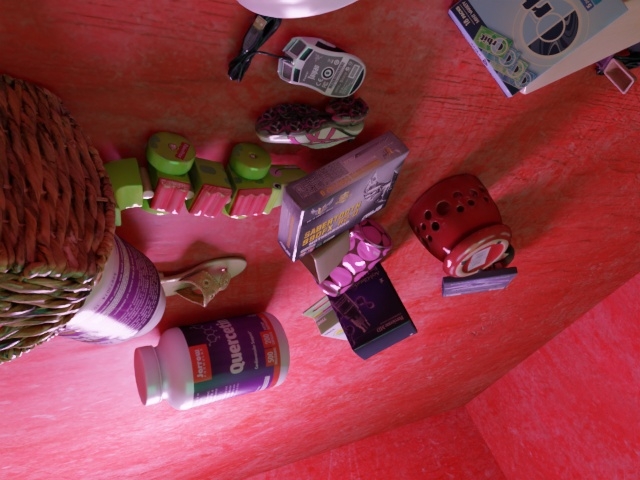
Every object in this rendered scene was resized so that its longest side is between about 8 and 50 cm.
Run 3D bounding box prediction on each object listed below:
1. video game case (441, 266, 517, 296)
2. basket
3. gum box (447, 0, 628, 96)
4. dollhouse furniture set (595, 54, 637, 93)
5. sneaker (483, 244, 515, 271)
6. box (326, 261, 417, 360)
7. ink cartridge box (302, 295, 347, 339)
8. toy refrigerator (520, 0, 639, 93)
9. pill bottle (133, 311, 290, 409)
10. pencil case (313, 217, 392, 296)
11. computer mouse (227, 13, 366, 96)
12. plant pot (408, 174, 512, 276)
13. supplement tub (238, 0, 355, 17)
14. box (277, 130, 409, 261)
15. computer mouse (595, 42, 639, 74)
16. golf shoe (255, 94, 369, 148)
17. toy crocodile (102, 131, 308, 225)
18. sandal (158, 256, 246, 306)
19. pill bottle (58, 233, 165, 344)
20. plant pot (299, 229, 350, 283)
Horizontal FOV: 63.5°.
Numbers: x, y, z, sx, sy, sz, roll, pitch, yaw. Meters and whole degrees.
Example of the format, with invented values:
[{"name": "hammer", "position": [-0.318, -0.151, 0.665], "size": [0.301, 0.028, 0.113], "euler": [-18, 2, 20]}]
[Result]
[{"name": "video game case", "position": [0.454, 0.124, 1.509], "size": [0.196, 0.026, 0.274], "euler": [-9, 164, 10]}, {"name": "basket", "position": [-0.365, -0.015, 0.551], "size": [0.214, 0.299, 0.223], "euler": [11, 130, -47]}, {"name": "gum box", "position": [0.304, -0.326, 0.738], "size": [0.184, 0.157, 0.041], "euler": [-36, -174, 16]}, {"name": "dollhouse furniture set", "position": [0.515, -0.326, 0.930], "size": [0.081, 0.114, 0.091], "euler": [-12, 148, -15]}, {"name": "sneaker", "position": [0.457, 0.019, 1.404], "size": [0.276, 0.097, 0.135], "euler": [3, 140, -37]}, {"name": "box", "position": [0.116, 0.157, 1.248], "size": [0.153, 0.207, 0.108], "euler": [-30, 149, 6]}, {"name": "ink cartridge box", "position": [0.057, 0.215, 1.430], "size": [0.109, 0.062, 0.209], "euler": [-38, 147, 19]}, {"name": "toy refrigerator", "position": [0.426, -0.354, 0.843], "size": [0.270, 0.094, 0.102], "euler": [-26, 145, -5]}, {"name": "pill bottle", "position": [-0.244, 0.274, 1.177], "size": [0.323, 0.181, 0.181], "euler": [-6, 143, -31]}, {"name": "pencil case", "position": [0.062, 0.040, 1.149], "size": [0.098, 0.095, 0.209], "euler": [9, 136, -35]}, {"name": "computer mouse", "position": [-0.025, -0.247, 0.713], "size": [0.193, 0.042, 0.106], "euler": [7, 131, -34]}, {"name": "plant pot", "position": [0.323, -0.026, 1.172], "size": [0.191, 0.174, 0.191], "euler": [-21, 149, -14]}, {"name": "supplement tub", "position": [-0.043, -0.350, 0.363], "size": [0.228, 0.228, 0.316], "euler": [-28, 148, 2]}, {"name": "box", "position": [0.036, -0.075, 0.920], "size": [0.231, 0.056, 0.183], "euler": [-31, 160, -23]}, {"name": "computer mouse", "position": [0.640, -0.412, 0.933], "size": [0.189, 0.072, 0.272], "euler": [-18, 148, -13]}, {"name": "golf shoe", "position": [-0.013, -0.169, 0.807], "size": [0.186, 0.067, 0.086], "euler": [-12, 147, -23]}, {"name": "toy crocodile", "position": [-0.167, -0.080, 0.787], "size": [0.341, 0.105, 0.115], "euler": [-1, 140, -37]}, {"name": "sandal", "position": [-0.249, 0.099, 1.014], "size": [0.240, 0.079, 0.088], "euler": [-9, 145, -27]}, {"name": "pill bottle", "position": [-0.345, 0.071, 0.789], "size": [0.169, 0.169, 0.301], "euler": [-24, 163, -5]}, {"name": "plant pot", "position": [0.000, 0.000, 1.039], "size": [0.096, 0.109, 0.109], "euler": [-35, 151, -13]}]
